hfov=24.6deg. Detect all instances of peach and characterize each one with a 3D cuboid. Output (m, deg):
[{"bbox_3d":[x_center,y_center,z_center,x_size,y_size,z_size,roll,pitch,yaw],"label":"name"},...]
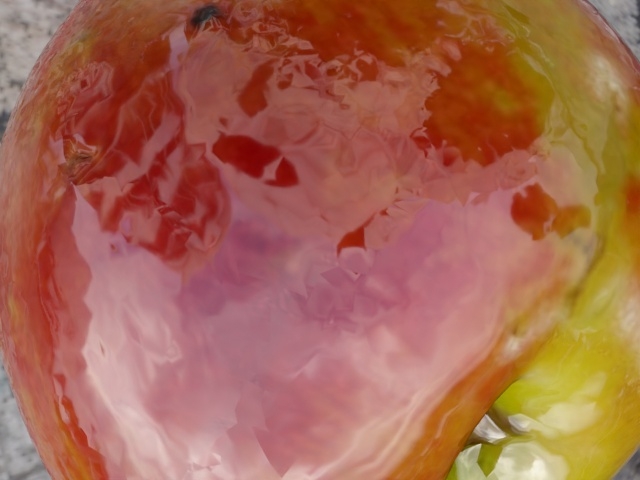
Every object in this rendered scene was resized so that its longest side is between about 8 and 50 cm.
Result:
[{"bbox_3d":[0.000,0.000,0.776,0.388,0.388,0.388,0,91,19],"label":"peach"}]
